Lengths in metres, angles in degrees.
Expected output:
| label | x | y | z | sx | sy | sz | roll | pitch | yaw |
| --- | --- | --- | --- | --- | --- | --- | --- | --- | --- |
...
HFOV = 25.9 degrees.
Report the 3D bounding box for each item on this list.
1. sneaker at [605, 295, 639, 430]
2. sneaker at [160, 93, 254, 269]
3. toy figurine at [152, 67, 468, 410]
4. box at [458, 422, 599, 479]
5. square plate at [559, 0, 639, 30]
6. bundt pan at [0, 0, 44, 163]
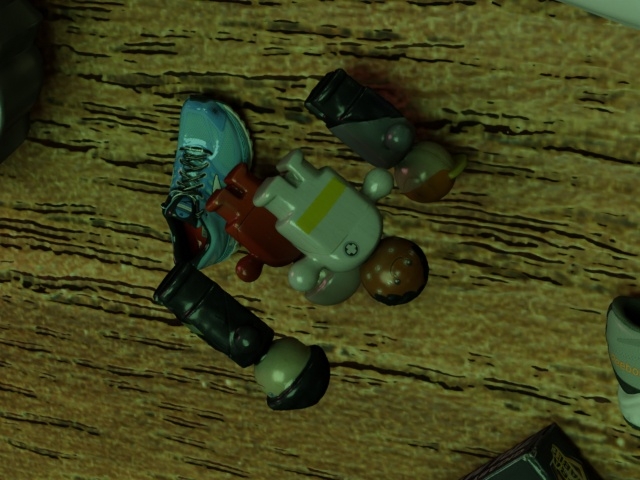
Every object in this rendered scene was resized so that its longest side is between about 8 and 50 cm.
| label | x | y | z | sx | sy | sz | roll | pitch | yaw |
| --- | --- | --- | --- | --- | --- | --- | --- | --- | --- |
| sneaker | 0.325 | 0.063 | 0.985 | 0.272 | 0.100 | 0.108 | -16 | 101 | 33 |
| sneaker | -0.098 | -0.043 | 1.163 | 0.063 | 0.073 | 0.162 | 12 | 119 | 22 |
| toy figurine | 0.000 | 0.000 | 1.052 | 0.148 | 0.213 | 0.209 | 40 | 123 | -12 |
| box | 0.176 | 0.348 | 1.203 | 0.295 | 0.073 | 0.293 | -39 | 88 | 34 |
| square plate | 0.102 | -0.317 | 0.858 | 0.344 | 0.049 | 0.347 | 27 | 132 | 37 |
| bundt pan | -0.376 | -0.182 | 1.207 | 0.331 | 0.124 | 0.330 | 12 | 120 | 22 |
